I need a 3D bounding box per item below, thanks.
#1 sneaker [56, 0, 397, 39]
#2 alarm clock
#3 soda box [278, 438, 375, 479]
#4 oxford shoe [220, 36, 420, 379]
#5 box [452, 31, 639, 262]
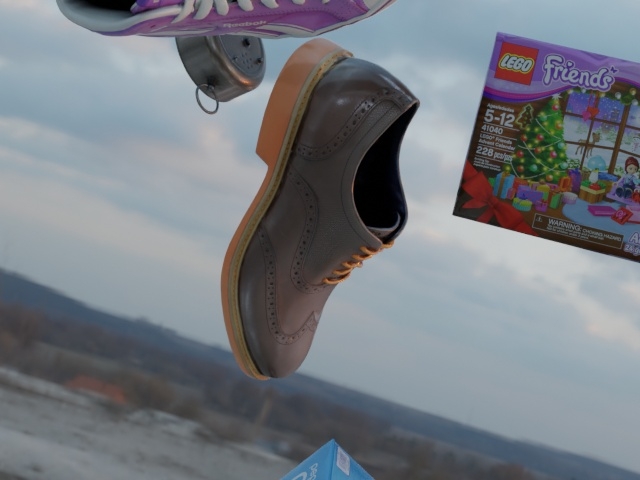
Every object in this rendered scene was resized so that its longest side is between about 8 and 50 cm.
[{"bbox_3d":[-0.067,-0.199,0.970,0.282,0.102,0.161,-8,10,15],"label":"sneaker"},{"bbox_3d":[-0.122,-0.227,1.546,0.064,0.192,0.129,-17,-47,31],"label":"alarm clock"},{"bbox_3d":[-0.003,0.214,0.738,0.067,0.071,0.210,45,21,-15],"label":"soda box"},{"bbox_3d":[0.000,0.000,1.187,0.132,0.364,0.130,28,35,24],"label":"oxford shoe"},{"bbox_3d":[0.303,-0.088,1.311,0.293,0.201,0.057,14,10,10],"label":"box"}]
